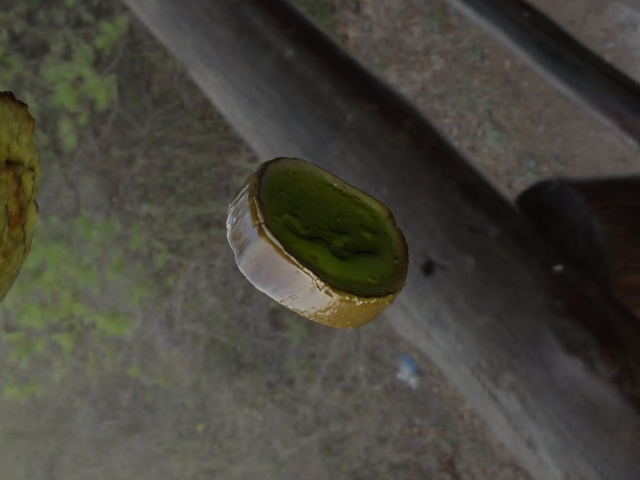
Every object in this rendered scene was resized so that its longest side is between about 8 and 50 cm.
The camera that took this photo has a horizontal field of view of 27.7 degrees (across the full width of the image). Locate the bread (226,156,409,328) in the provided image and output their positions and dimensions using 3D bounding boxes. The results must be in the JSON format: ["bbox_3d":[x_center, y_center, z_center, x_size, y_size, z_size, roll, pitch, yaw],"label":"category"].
[{"bbox_3d":[0.000,0.000,1.523,0.070,0.236,0.236,-48,53,33],"label":"bread"}]

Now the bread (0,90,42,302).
[{"bbox_3d":[-0.191,-0.019,0.410,0.172,0.132,0.103,15,116,15],"label":"bread"}]
